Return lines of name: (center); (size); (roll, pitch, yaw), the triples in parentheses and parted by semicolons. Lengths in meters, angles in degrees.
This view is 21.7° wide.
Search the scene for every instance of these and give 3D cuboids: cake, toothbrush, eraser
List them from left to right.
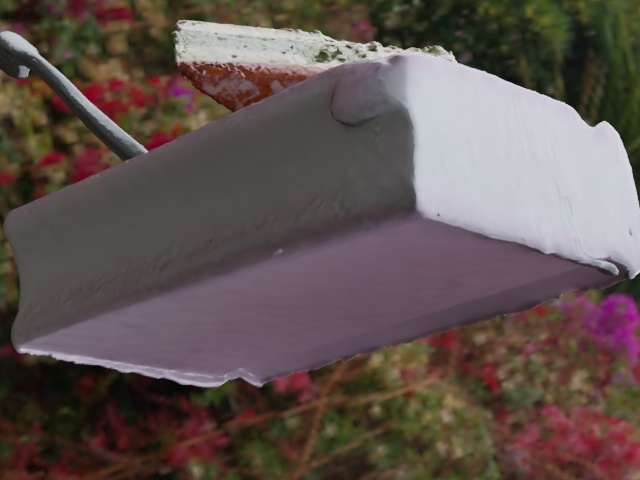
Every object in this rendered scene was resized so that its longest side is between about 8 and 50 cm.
toothbrush: (-0.180, -0.092, 1.390); (0.297, 0.030, 0.030); (39, -53, 29)
cake: (-0.005, -0.095, 1.253); (0.086, 0.220, 0.116); (-104, -162, -56)
eraser: (0.000, 0.000, 1.140); (0.359, 0.272, 0.122); (-21, -114, 38)
